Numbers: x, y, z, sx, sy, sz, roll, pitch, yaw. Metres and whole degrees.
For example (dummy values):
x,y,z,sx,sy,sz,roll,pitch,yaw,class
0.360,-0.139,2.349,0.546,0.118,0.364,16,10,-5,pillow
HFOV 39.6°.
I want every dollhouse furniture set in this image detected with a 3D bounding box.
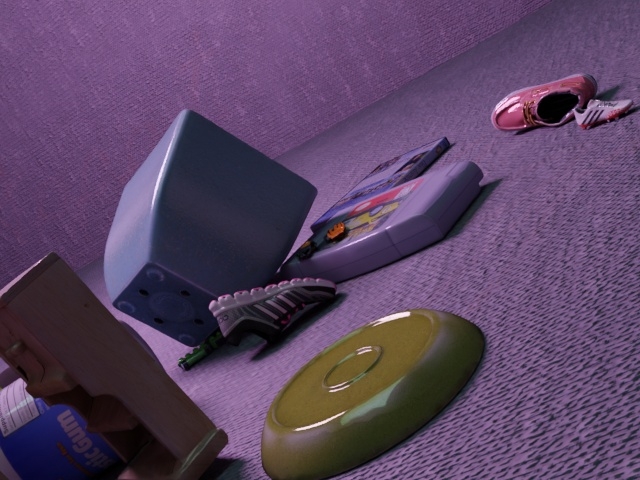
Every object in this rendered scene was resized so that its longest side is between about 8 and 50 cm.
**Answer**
x,y,z,sx,sy,sz,roll,pitch,yaw,class
-0.325,0.243,0.825,0.394,0.256,0.362,-48,14,-32,dollhouse furniture set

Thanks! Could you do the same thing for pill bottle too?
x,y,z,sx,sy,sz,roll,pitch,yaw,class
-0.319,0.228,1.078,0.272,0.152,0.152,-33,12,-2,pill bottle

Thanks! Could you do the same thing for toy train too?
x,y,z,sx,sy,sz,roll,pitch,yaw,class
-0.172,0.161,1.299,0.083,0.017,0.024,-35,23,-14,toy train

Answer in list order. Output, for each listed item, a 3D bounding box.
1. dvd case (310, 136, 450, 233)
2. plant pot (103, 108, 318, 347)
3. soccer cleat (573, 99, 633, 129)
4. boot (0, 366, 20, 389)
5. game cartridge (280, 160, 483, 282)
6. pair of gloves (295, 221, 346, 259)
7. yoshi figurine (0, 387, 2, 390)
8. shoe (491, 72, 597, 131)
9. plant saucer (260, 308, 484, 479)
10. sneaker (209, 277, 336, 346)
x,y,z,sx,sy,sz,roll,pitch,yaw,class
0.110,-0.101,1.628,0.180,0.022,0.253,-21,17,47,dvd case
-0.190,0.008,1.352,0.248,0.247,0.252,-42,23,43,plant pot
0.383,-0.178,1.207,0.083,0.035,0.029,-20,17,47,soccer cleat
-0.476,0.255,1.580,0.305,0.112,0.115,-32,-19,22,boot
0.079,-0.015,1.289,0.294,0.060,0.196,-22,20,41,game cartridge
0.000,0.000,1.281,0.083,0.010,0.074,-32,12,7,pair of gloves
-0.549,0.189,1.306,0.203,0.362,0.203,-33,11,-5,yoshi figurine
0.333,-0.204,1.371,0.178,0.063,0.081,-17,13,38,shoe
0.038,0.132,0.834,0.241,0.037,0.241,-31,13,8,plant saucer
-0.057,0.097,1.174,0.171,0.074,0.063,-12,-11,-13,sneaker
